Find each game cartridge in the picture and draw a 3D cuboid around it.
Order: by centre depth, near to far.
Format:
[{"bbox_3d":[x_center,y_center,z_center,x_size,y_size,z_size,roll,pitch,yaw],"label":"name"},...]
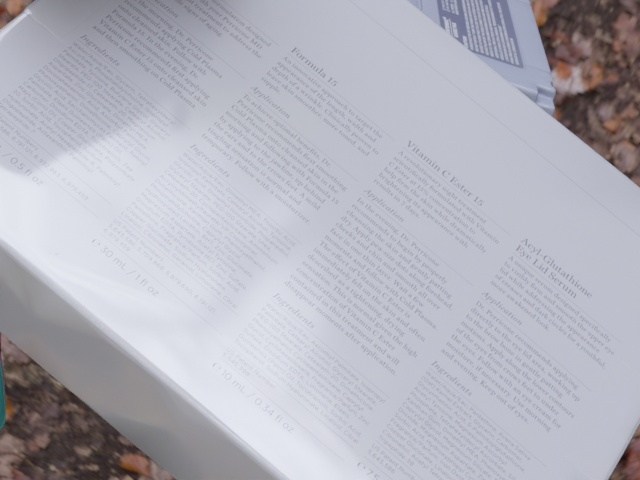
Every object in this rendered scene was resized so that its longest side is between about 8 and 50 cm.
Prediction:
[{"bbox_3d":[0.160,-0.245,1.449,0.198,0.062,0.297,13,35,-8],"label":"game cartridge"}]

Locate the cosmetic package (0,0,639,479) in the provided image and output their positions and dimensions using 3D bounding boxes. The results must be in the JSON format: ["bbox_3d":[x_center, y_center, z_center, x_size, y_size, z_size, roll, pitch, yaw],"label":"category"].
[{"bbox_3d":[0.000,0.000,0.668,0.377,0.097,0.284,40,58,3],"label":"cosmetic package"}]

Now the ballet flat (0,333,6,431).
[{"bbox_3d":[-0.307,0.064,1.061,0.079,0.077,0.222,-6,81,31],"label":"ballet flat"}]
